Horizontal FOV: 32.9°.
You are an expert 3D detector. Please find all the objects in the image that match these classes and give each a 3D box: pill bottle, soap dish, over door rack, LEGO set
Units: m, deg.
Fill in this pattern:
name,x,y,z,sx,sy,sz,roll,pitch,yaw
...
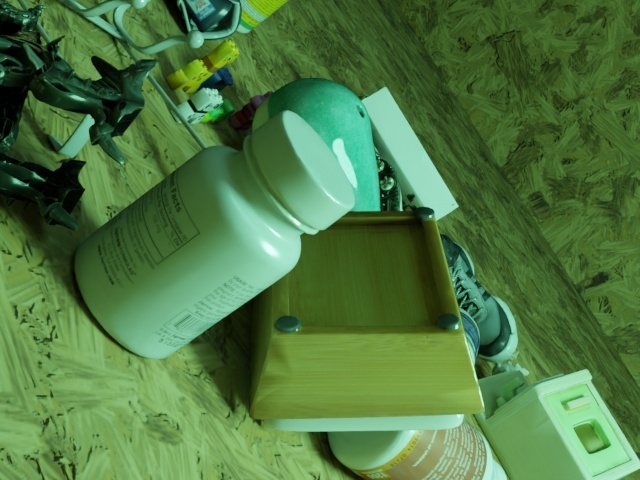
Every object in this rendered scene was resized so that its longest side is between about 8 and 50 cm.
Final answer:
name,x,y,z,sx,sy,sz,roll,pitch,yaw
pill bottle,-0.085,-0.455,1.824,0.117,0.208,0.117,47,19,-22
pill bottle,0.115,0.240,1.209,0.216,0.121,0.121,42,22,-35
soap dish,0.040,0.072,1.144,0.291,0.229,0.118,-94,-175,-59
over door rack,-0.218,-0.208,1.191,0.239,0.108,0.324,25,34,-56
pill bottle,-0.090,-0.007,0.946,0.131,0.229,0.131,48,18,-22
LEGO set,-0.129,-0.213,1.454,0.087,0.093,0.227,57,18,7
pill bottle,0.186,0.153,1.599,0.094,0.094,0.169,54,18,-3

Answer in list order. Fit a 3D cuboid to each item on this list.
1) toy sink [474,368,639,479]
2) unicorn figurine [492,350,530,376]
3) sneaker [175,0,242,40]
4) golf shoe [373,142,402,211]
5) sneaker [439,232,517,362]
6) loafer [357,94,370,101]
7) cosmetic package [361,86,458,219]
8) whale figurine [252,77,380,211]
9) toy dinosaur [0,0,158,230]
name,x,y,z,sx,sy,sz,roll,pitch,yaw
toy sink,0.355,0.283,1.661,0.153,0.131,0.234,-5,59,-45
unicorn figurine,0.321,0.260,1.813,0.111,0.060,0.162,3,60,-57
sneaker,-0.213,-0.400,1.574,0.282,0.099,0.153,37,23,-52
golf shoe,0.088,-0.088,1.781,0.120,0.105,0.273,46,19,-44
sneaker,0.224,0.086,1.826,0.153,0.101,0.268,34,21,-47
loafer,0.077,-0.258,2.149,0.056,0.050,0.148,49,18,-18
cosmetic package,0.138,-0.138,1.867,0.239,0.060,0.099,59,-19,0
whale figurine,0.029,-0.099,1.471,0.272,0.141,0.216,56,26,-3
toy dinosaur,-0.275,-0.111,0.879,0.218,0.164,0.322,29,46,-25
